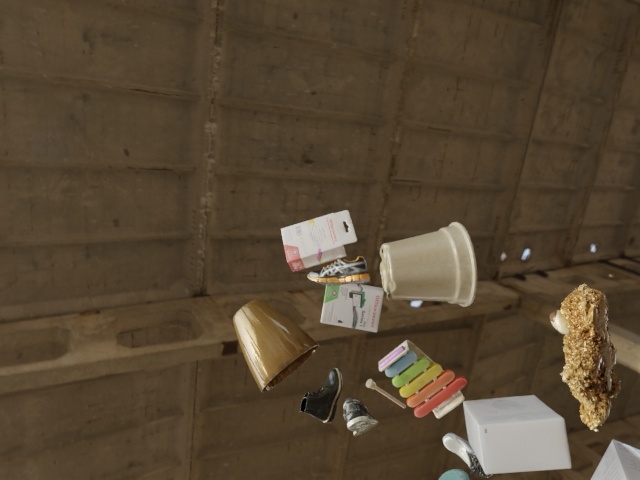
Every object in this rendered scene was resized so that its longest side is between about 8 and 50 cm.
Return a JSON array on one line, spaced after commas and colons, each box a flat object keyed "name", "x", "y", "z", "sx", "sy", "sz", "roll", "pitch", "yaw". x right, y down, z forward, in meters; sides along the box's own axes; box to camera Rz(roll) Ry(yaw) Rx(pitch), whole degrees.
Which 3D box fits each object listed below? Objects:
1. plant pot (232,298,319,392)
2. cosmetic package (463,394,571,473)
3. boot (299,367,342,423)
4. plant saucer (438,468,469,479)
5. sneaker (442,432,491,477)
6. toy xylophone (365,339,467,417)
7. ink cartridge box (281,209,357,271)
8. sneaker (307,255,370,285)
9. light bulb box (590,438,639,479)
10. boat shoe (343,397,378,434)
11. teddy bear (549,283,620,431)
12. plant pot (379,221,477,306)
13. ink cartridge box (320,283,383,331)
[{"name": "plant pot", "x": -0.175, "y": 0.330, "z": 1.511, "sx": 0.237, "sy": 0.254, "sz": 0.237, "roll": -38, "pitch": -18, "yaw": -14}, {"name": "cosmetic package", "x": 0.553, "y": 0.552, "z": 1.300, "sx": 0.223, "sy": 0.224, "sz": 0.138, "roll": -8, "pitch": -96, "yaw": 7}, {"name": "boot", "x": 0.002, "y": 0.553, "z": 1.658, "sx": 0.137, "sy": 0.076, "sz": 0.198, "roll": 28, "pitch": -125, "yaw": -26}, {"name": "plant saucer", "x": 0.370, "y": 0.702, "z": 1.290, "sx": 0.119, "sy": 0.119, "sz": 0.021, "roll": -45, "pitch": -83, "yaw": -10}, {"name": "sneaker", "x": 0.646, "y": 0.924, "z": 1.962, "sx": 0.086, "sy": 0.237, "sz": 0.085, "roll": -8, "pitch": -60, "yaw": -41}, {"name": "toy xylophone", "x": 0.298, "y": 0.456, "z": 1.444, "sx": 0.322, "sy": 0.081, "sz": 0.236, "roll": 34, "pitch": -72, "yaw": -19}, {"name": "ink cartridge box", "x": 0.000, "y": 0.000, "z": 1.258, "sx": 0.198, "sy": 0.115, "sz": 0.067, "roll": -16, "pitch": -32, "yaw": 4}, {"name": "sneaker", "x": 0.059, "y": 0.101, "z": 1.463, "sx": 0.084, "sy": 0.214, "sz": 0.083, "roll": 26, "pitch": -119, "yaw": -62}, {"name": "light bulb box", "x": 0.891, "y": 0.841, "z": 1.252, "sx": 0.361, "sy": 0.225, "sz": 0.358, "roll": -33, "pitch": -41, "yaw": -65}, {"name": "boat shoe", "x": 0.116, "y": 0.523, "z": 1.337, "sx": 0.084, "sy": 0.079, "sz": 0.233, "roll": -27, "pitch": -34, "yaw": -2}, {"name": "teddy bear", "x": 0.624, "y": 0.276, "z": 1.071, "sx": 0.245, "sy": 0.113, "sz": 0.338, "roll": -49, "pitch": -59, "yaw": -32}, {"name": "plant pot", "x": 0.400, "y": 0.107, "z": 1.769, "sx": 0.305, "sy": 0.334, "sz": 0.334, "roll": -6, "pitch": -68, "yaw": -2}, {"name": "ink cartridge box", "x": 0.123, "y": 0.247, "z": 1.718, "sx": 0.219, "sy": 0.092, "sz": 0.160, "roll": 9, "pitch": -85, "yaw": 5}]
